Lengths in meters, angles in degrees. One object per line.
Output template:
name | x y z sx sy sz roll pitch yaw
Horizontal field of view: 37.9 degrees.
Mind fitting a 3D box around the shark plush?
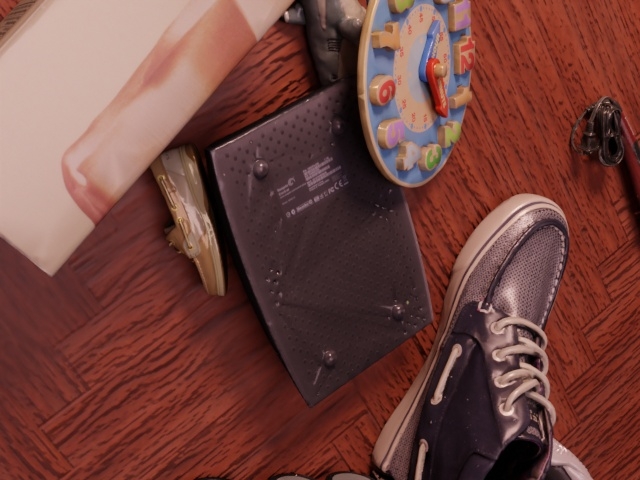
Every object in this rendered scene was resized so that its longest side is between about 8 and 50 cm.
shark plush | -0.009 -0.198 0.786 0.067 0.073 0.161 -31 124 17

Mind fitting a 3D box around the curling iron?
curling iron | 0.344 -0.037 1.008 0.068 0.035 0.274 -39 115 -9

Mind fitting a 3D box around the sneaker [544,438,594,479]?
sneaker | 0.226 0.324 0.991 0.153 0.101 0.268 -36 117 -18

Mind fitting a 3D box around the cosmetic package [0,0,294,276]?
cosmetic package | -0.153 -0.136 0.671 0.296 0.153 0.129 -49 117 -7

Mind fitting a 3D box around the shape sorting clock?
shape sorting clock | 0.089 -0.148 0.807 0.206 0.040 0.206 -22 115 -59

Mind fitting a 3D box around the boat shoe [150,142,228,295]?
boat shoe | -0.109 -0.014 0.783 0.045 0.050 0.135 -12 108 1

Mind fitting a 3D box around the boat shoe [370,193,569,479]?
boat shoe | 0.182 0.124 0.893 0.127 0.158 0.340 24 91 -29

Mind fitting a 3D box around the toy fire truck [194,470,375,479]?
toy fire truck | 0.000 0.322 0.796 0.217 0.246 0.158 6 99 -28

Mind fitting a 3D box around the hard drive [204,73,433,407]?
hard drive | 0.000 0.000 0.819 0.172 0.054 0.254 -32 117 -25
